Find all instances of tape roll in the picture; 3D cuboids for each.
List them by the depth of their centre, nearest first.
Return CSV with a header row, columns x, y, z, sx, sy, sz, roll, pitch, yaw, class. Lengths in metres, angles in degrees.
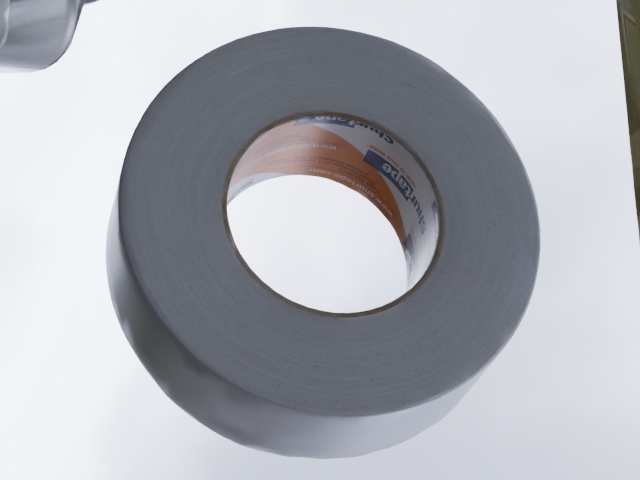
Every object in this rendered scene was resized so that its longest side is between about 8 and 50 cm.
x,y,z,sx,sy,sz,roll,pitch,yaw,class
0.000,0.000,0.971,0.072,0.219,0.219,116,-21,-61,tape roll

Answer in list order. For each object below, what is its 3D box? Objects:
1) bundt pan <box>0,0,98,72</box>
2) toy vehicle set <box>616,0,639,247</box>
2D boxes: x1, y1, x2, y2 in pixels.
x,y,z,sx,sy,sz,roll,pitch,yaw,class
-0.151,-0.186,0.587,0.124,0.331,0.330,16,-94,45,bundt pan
0.175,-0.090,0.651,0.035,0.166,0.266,9,-70,55,toy vehicle set
